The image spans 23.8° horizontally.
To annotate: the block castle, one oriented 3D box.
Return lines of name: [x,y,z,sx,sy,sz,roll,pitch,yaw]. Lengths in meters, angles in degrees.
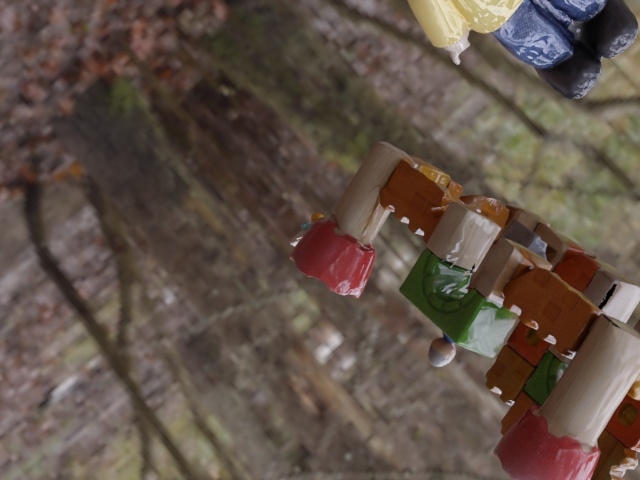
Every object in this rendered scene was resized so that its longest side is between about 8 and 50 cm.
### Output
block castle: [0.195,0.110,1.498,0.303,0.453,0.213,21,104,-40]

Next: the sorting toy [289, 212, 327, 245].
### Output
sorting toy: [0.000,0.000,1.821,0.075,0.083,0.045,-31,132,-64]

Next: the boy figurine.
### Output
boy figurine: [0.145,-0.230,1.243,0.177,0.092,0.285,-46,134,15]
